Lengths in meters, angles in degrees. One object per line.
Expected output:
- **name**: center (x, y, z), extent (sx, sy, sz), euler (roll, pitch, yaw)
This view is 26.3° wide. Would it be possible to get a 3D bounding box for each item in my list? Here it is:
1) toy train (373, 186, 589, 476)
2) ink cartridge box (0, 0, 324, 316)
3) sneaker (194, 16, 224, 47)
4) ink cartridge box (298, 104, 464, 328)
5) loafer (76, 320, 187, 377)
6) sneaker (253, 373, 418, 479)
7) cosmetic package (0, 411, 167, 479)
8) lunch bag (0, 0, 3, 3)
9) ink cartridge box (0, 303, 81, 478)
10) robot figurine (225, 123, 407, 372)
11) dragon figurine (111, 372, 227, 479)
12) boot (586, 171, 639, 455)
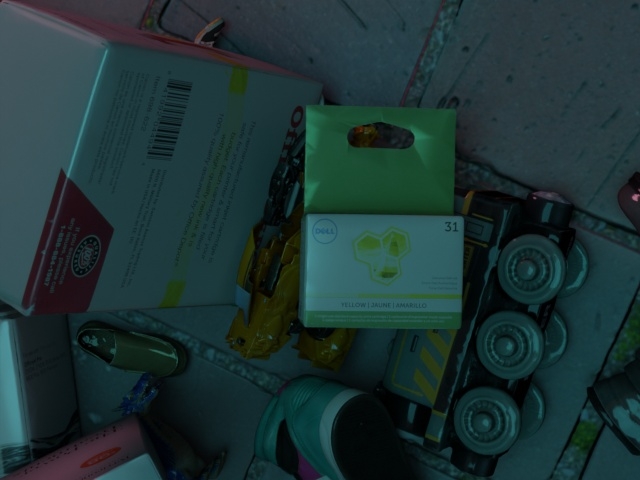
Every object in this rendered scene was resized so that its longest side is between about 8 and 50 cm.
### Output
- **toy train**: center (0.176, 0.093, 1.543), extent (0.190, 0.142, 0.334), euler (20, 102, 24)
- **ink cartridge box**: center (-0.192, -0.078, 1.475), extent (0.160, 0.385, 0.279), euler (24, 102, 31)
- **sneaker**: center (-0.136, -0.229, 1.640), extent (0.037, 0.032, 0.083), euler (42, 112, -2)
- **ink cartridge box**: center (0.065, -0.025, 1.454), extent (0.171, 0.056, 0.235), euler (1, 93, -6)
- **loafer**: center (-0.237, 0.137, 1.687), extent (0.148, 0.050, 0.056), euler (11, 98, 13)
- **sneaker**: center (0.012, 0.269, 1.604), extent (0.178, 0.124, 0.295), euler (24, 139, 46)
- **cosmetic package**: center (-0.339, 0.322, 1.444), extent (0.377, 0.284, 0.097), euler (-26, 98, -9)
- **lunch bag**: center (-0.371, -0.150, 1.620), extent (0.305, 0.212, 0.256), euler (23, 90, 13)
- **ink cartridge box**: center (-0.450, 0.281, 1.694), extent (0.286, 0.166, 0.394), euler (-5, 95, 13)
- **robot figurine**: center (0.000, 0.000, 1.557), extent (0.085, 0.211, 0.291), euler (27, 100, 50)
- **dragon figurine**: center (-0.207, 0.302, 1.674), extent (0.144, 0.085, 0.289), euler (20, 108, 13)
- **boot**: center (0.376, 0.112, 1.502), extent (0.223, 0.118, 0.338), euler (-38, 81, 20)
